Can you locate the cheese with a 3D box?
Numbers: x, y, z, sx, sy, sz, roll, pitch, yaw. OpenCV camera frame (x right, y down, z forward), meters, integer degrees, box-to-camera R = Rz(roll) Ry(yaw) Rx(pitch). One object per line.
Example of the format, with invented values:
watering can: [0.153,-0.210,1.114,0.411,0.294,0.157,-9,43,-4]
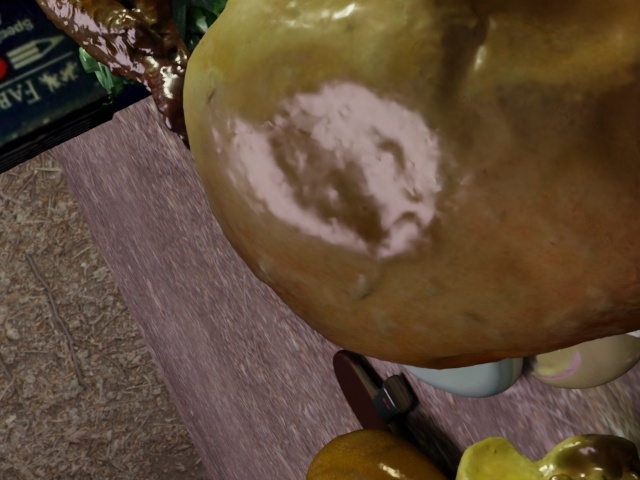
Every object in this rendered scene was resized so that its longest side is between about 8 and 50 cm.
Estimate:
cheese: [0.148,0.031,0.830,0.127,0.050,0.235,64,169,-10]

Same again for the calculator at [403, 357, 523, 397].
calculator: [0.068,0.032,1.175,0.184,0.042,0.295,63,167,-8]

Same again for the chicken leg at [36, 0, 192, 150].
chicken leg: [-0.138,-0.228,1.149,0.177,0.083,0.322,5,95,31]

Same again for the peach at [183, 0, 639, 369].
peach: [0.068,-0.043,0.627,0.235,0.214,0.214,29,154,25]

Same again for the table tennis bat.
table tennis bat: [0.060,0.170,1.578,0.154,0.021,0.274,58,169,9]

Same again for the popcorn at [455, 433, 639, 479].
popcorn: [0.157,0.246,0.917,0.252,0.215,0.286,61,173,-29]

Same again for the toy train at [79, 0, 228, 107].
toy train: [-0.162,-0.233,1.336,0.243,0.132,0.188,110,137,-72]

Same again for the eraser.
eraser: [-0.276,-0.155,1.470,0.155,0.332,0.101,61,167,3]

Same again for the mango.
mango: [0.064,0.244,1.497,0.157,0.109,0.262,42,152,1]
